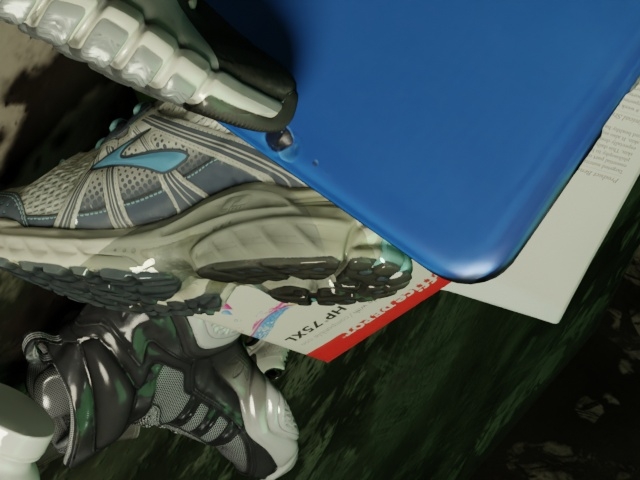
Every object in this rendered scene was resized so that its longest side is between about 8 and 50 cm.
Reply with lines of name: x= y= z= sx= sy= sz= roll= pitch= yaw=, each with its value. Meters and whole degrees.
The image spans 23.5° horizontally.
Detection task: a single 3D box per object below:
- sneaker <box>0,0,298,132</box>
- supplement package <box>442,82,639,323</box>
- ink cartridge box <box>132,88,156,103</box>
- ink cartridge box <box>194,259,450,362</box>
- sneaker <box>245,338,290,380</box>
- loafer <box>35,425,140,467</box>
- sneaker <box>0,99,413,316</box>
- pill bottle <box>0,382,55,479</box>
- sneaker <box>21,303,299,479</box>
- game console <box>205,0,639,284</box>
sneaker: x=-0.085 y=-0.140 z=0.627 sx=0.132 sy=0.228 sz=0.086 roll=-65 pitch=-153 yaw=0
supplement package: x=0.125 y=-0.121 z=1.085 sx=0.198 sy=0.199 sz=0.263 roll=-82 pitch=-169 yaw=-52
ink cartridge box: x=-0.052 y=-0.089 z=1.009 sx=0.109 sy=0.062 sz=0.209 roll=-51 pitch=163 yaw=-14
ink cartridge box: x=0.000 y=0.000 z=0.960 sx=0.134 sy=0.078 sz=0.231 roll=-35 pitch=144 yaw=28
sneaker: x=-0.044 y=0.106 z=1.435 sx=0.109 sy=0.043 sz=0.040 roll=-44 pitch=158 yaw=-36
loafer: x=-0.155 y=0.121 z=1.129 sx=0.170 sy=0.061 sz=0.062 roll=-37 pitch=157 yaw=-43
sneaker: x=-0.067 y=-0.028 z=0.813 sx=0.110 sy=0.283 sz=0.122 roll=28 pitch=65 yaw=-53
pill bottle: x=-0.232 y=0.167 z=0.969 sx=0.152 sy=0.086 sz=0.086 roll=-59 pitch=163 yaw=12
sneaker: x=-0.115 y=0.109 z=1.072 sx=0.153 sy=0.101 sz=0.269 roll=-32 pitch=139 yaw=-9
game console: x=0.049 y=-0.157 z=0.758 sx=0.250 sy=0.293 sz=0.173 roll=-33 pitch=154 yaw=-51
